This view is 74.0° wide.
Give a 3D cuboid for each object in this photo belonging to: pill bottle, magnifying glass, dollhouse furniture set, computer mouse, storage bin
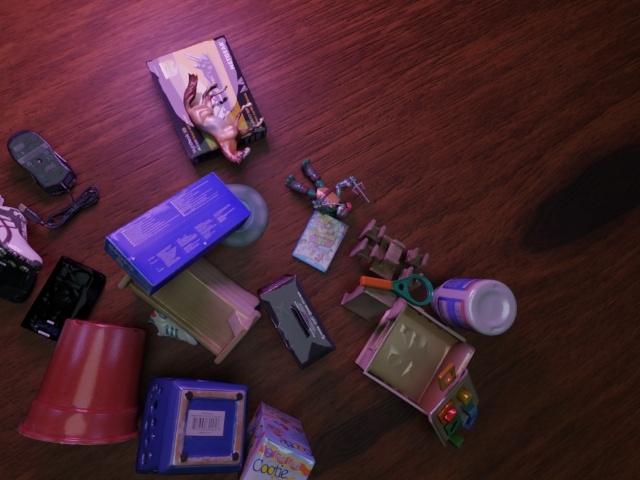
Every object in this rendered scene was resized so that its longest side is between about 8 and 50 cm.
[{"bbox_3d":[0.436,0.189,1.261,0.152,0.272,0.152,1,86,-9],"label":"pill bottle"},{"bbox_3d":[0.220,0.133,1.211,0.231,0.026,0.092,12,64,-20],"label":"magnifying glass"},{"bbox_3d":[0.180,0.103,1.314,0.212,0.161,0.242,31,60,-7],"label":"dollhouse furniture set"},{"bbox_3d":[-0.772,-0.161,1.179,0.184,0.060,0.262,-47,107,-14],"label":"computer mouse"},{"bbox_3d":[0.290,0.349,1.301,0.262,0.123,0.260,35,82,-6],"label":"storage bin"}]

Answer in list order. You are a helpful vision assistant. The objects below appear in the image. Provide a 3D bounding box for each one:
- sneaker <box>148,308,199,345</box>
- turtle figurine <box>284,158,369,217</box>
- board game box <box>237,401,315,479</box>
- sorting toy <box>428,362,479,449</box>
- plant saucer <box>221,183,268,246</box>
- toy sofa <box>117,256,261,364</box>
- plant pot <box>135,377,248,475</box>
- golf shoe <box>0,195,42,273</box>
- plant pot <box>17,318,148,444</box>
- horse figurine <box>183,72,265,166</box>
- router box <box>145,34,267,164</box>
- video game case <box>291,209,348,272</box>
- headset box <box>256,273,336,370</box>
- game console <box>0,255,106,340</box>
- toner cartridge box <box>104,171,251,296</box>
[{"bbox_3d":[-0.422,0.255,1.221,0.161,0.057,0.075,43,97,-6],"label":"sneaker"},{"bbox_3d":[0.018,-0.137,1.285,0.234,0.118,0.175,36,51,8],"label":"turtle figurine"},{"bbox_3d":[-0.127,0.566,1.135,0.144,0.275,0.142,29,82,-7],"label":"board game box"},{"bbox_3d":[0.409,0.502,1.257,0.196,0.047,0.348,-44,128,-18],"label":"sorting toy"},{"bbox_3d":[-0.253,-0.077,1.275,0.194,0.037,0.195,1,87,-10],"label":"plant saucer"},{"bbox_3d":[-0.355,0.158,1.203,0.362,0.177,0.150,40,105,-6],"label":"toy sofa"},{"bbox_3d":[-0.314,0.471,1.081,0.236,0.212,0.236,16,63,-29],"label":"plant pot"},{"bbox_3d":[-0.820,-0.024,1.117,0.273,0.105,0.120,37,55,6],"label":"golf shoe"},{"bbox_3d":[-0.576,0.346,1.089,0.272,0.272,0.265,11,77,-9],"label":"plant pot"},{"bbox_3d":[-0.283,-0.343,1.190,0.263,0.066,0.174,36,75,-9],"label":"horse figurine"},{"bbox_3d":[-0.332,-0.414,1.260,0.243,0.081,0.309,-25,91,-11],"label":"router box"},{"bbox_3d":[0.000,0.000,1.326,0.119,0.015,0.166,28,82,-7],"label":"video game case"},{"bbox_3d":[-0.074,0.210,1.159,0.110,0.293,0.218,-29,91,-10],"label":"headset box"},{"bbox_3d":[-0.803,0.113,1.163,0.361,0.044,0.213,28,80,-8],"label":"game console"},{"bbox_3d":[-0.360,-0.028,1.116,0.165,0.075,0.348,46,51,1],"label":"toner cartridge box"}]
